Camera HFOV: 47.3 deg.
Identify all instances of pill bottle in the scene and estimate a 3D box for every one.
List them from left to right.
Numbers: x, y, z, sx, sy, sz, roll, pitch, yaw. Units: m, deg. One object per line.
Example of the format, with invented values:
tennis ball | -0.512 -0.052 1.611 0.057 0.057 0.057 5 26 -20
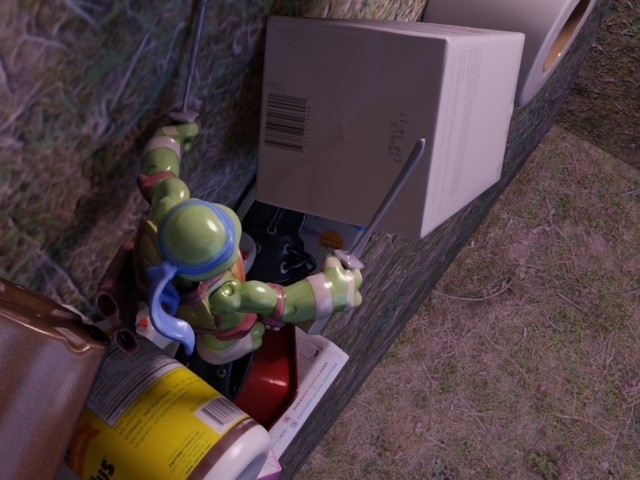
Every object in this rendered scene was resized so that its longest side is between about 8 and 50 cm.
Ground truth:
pill bottle | -0.155 0.145 0.597 0.117 0.215 0.117 -50 163 -21

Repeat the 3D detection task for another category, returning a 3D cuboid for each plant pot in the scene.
plant pot | -0.224 0.111 0.456 0.165 0.166 0.167 -63 165 -6

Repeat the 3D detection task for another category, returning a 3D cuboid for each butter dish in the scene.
butter dish | -0.111 0.190 1.017 0.160 0.118 0.160 -52 -156 28

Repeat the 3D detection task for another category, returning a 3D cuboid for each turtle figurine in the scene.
turtle figurine | -0.058 -0.010 0.598 0.266 0.197 0.275 128 -21 -65

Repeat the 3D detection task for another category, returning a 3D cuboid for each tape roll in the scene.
tape roll | 0.275 -0.334 1.028 0.246 0.169 0.246 -51 163 -22

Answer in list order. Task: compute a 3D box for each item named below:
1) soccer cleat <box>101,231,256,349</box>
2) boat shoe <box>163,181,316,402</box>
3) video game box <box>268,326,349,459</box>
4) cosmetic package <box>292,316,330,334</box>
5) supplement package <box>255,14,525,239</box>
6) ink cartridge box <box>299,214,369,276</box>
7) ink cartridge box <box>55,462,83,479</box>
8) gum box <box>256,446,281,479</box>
soccer cleat | -0.147 0.058 0.743 0.196 0.068 0.076 -40 163 -27
boat shoe | -0.063 0.042 0.858 0.340 0.113 0.127 -58 163 2
video game box | -0.063 0.221 1.130 0.187 0.048 0.205 -52 -158 -10
cosmetic package | -0.044 0.078 0.982 0.041 0.115 0.060 -57 165 1
supplement package | 0.084 -0.134 0.761 0.293 0.175 0.178 -28 128 -59
ink cartridge box | 0.000 0.000 0.977 0.061 0.104 0.181 -27 147 -60
ink cartridge box | -0.230 0.330 0.639 0.198 0.270 0.197 -30 151 -57
gum box | -0.154 0.321 0.929 0.188 0.062 0.107 -12 141 -28
